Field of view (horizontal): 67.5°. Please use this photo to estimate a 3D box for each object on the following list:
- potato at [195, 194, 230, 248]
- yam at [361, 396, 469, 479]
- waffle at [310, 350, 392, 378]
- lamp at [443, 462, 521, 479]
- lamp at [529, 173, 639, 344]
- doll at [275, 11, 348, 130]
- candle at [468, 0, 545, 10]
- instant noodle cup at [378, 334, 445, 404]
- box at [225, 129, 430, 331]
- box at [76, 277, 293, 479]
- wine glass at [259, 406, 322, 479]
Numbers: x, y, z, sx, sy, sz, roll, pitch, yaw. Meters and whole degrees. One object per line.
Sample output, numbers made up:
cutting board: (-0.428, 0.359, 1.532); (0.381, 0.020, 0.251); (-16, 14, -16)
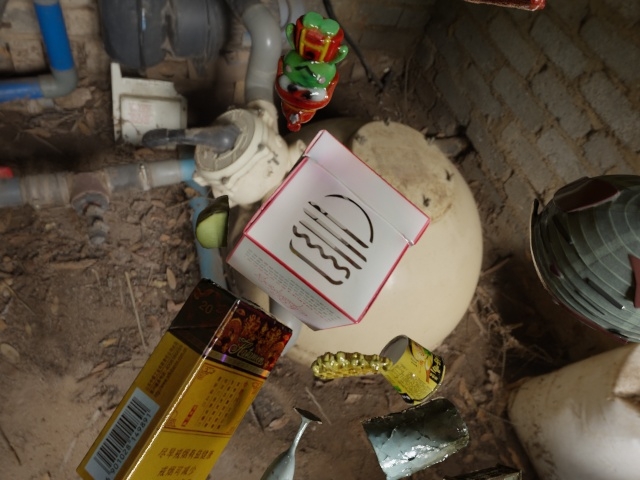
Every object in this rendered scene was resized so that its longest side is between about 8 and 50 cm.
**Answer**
potato: (-0.261, -0.068, 1.157); (0.081, 0.149, 0.120); (0, 55, -14)
yam: (0.327, 0.698, 1.708); (0.348, 0.241, 0.241); (-15, 62, -12)
waffle: (0.072, 0.297, 1.125); (0.192, 0.160, 0.046); (0, 61, 5)
lamp: (0.495, 0.749, 1.451); (0.325, 0.090, 0.089); (13, 78, -40)
lamp: (0.431, 0.018, 0.673); (0.233, 0.233, 0.265); (-15, 58, -29)
doll: (-0.042, -0.479, 1.413); (0.183, 0.363, 0.160); (17, 41, -5)
candle: (0.361, -0.529, 1.026); (0.051, 0.048, 0.329); (-10, 33, -17)
instant noodle cup: (0.221, 0.320, 1.215); (0.122, 0.151, 0.151); (40, 51, -9)
box: (0.000, 0.000, 1.109); (0.314, 0.312, 0.300); (39, 68, -6)
box: (-0.244, 0.304, 0.966); (0.116, 0.264, 0.415); (24, 78, 31)
wine glass: (-0.066, 0.408, 0.871); (0.066, 0.066, 0.198); (27, 82, -2)
